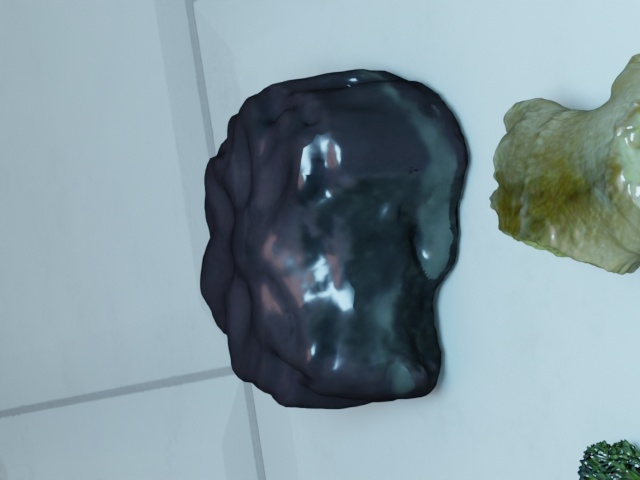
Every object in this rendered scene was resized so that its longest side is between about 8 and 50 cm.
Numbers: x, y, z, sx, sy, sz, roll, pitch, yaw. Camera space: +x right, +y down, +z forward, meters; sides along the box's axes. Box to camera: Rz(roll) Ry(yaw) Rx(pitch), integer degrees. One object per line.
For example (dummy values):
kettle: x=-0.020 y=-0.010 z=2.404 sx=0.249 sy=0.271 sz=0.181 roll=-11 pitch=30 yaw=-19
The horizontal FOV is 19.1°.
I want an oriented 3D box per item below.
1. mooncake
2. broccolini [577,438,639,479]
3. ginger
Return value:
mooncake: x=0.000 y=0.000 z=2.144 sx=0.350 sy=0.212 sz=0.381 roll=-179 pitch=86 yaw=-65
broccolini: x=0.316 y=0.256 z=1.795 sx=0.202 sy=0.068 sz=0.091 roll=31 pitch=102 yaw=51
ginger: x=0.263 y=-0.073 z=1.771 sx=0.275 sy=0.130 sz=0.221 roll=33 pitch=112 yaw=53
